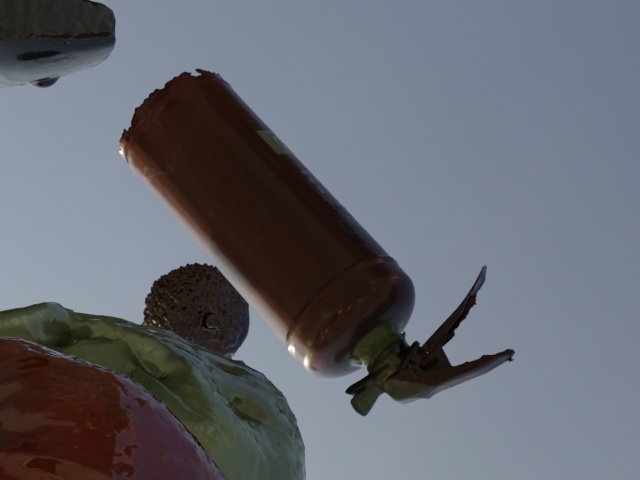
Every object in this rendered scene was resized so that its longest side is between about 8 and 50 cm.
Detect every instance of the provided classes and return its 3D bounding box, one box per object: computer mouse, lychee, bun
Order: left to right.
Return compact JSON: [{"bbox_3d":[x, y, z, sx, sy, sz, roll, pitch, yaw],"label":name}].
[{"bbox_3d":[-0.348,-0.207,1.453,0.170,0.269,0.100,0,-94,46],"label":"computer mouse"},{"bbox_3d":[-0.112,0.090,0.596,0.203,0.212,0.127,-11,-94,15],"label":"bun"},{"bbox_3d":[-0.139,0.087,1.558,0.129,0.123,0.123,139,-46,-58],"label":"lychee"}]

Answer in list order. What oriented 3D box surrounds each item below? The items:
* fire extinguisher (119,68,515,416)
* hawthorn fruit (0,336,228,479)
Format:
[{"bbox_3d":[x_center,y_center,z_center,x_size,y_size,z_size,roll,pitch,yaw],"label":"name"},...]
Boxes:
[{"bbox_3d":[0.000,0.000,1.058,0.147,0.106,0.337,-47,-113,9],"label":"fire extinguisher"},{"bbox_3d":[-0.089,0.087,0.375,0.162,0.203,0.163,-12,-157,5],"label":"hawthorn fruit"}]
